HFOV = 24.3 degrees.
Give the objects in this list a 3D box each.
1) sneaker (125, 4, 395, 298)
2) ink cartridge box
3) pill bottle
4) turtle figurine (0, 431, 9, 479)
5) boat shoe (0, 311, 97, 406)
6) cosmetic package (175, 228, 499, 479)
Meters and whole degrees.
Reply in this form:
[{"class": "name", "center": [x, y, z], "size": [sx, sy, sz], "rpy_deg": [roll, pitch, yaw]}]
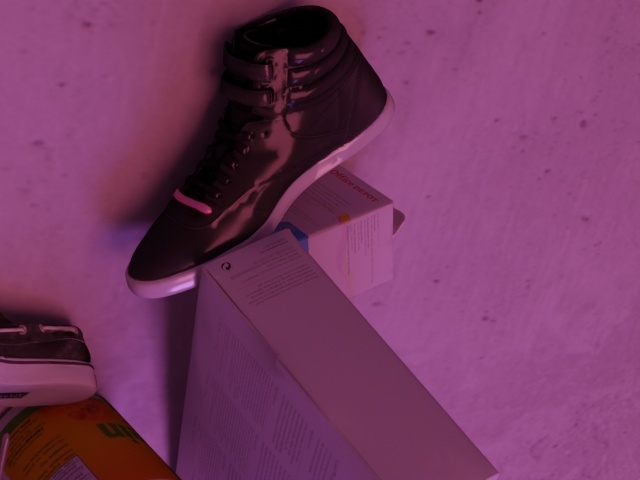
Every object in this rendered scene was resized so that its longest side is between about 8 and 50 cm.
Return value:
[{"class": "sneaker", "center": [-0.073, -0.087, 1.257], "size": [0.295, 0.104, 0.147], "rpy_deg": [-42, 131, -17]}, {"class": "ink cartridge box", "center": [0.000, 0.000, 1.372], "size": [0.143, 0.092, 0.090], "rpy_deg": [-22, 128, -28]}, {"class": "pill bottle", "center": [-0.178, 0.239, 1.261], "size": [0.136, 0.245, 0.136], "rpy_deg": [-21, 128, -29]}, {"class": "turtle figurine", "center": [-0.369, 0.281, 1.209], "size": [0.197, 0.275, 0.266], "rpy_deg": [4, 137, -52]}, {"class": "boat shoe", "center": [-0.282, 0.094, 1.215], "size": [0.077, 0.070, 0.219], "rpy_deg": [-29, 155, 34]}, {"class": "cosmetic package", "center": [-0.006, 0.218, 1.293], "size": [0.097, 0.284, 0.377], "rpy_deg": [-23, 147, -27]}]
